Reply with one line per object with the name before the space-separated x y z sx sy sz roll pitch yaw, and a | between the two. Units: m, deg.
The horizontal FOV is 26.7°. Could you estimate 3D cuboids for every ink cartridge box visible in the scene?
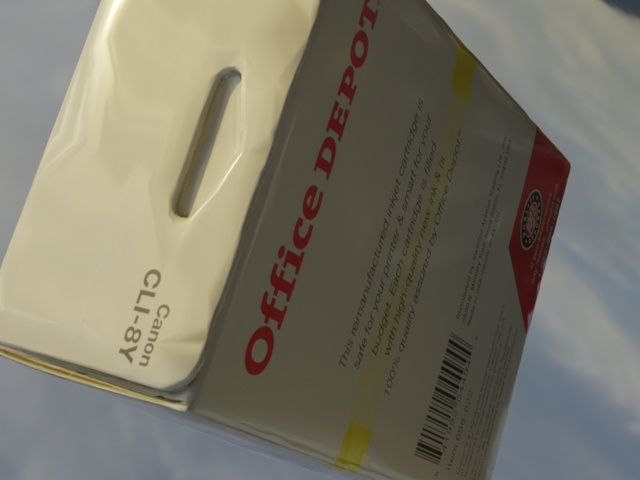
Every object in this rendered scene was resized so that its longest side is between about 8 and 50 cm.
ink cartridge box | 0.000 0.000 0.865 0.160 0.279 0.385 11 167 31
